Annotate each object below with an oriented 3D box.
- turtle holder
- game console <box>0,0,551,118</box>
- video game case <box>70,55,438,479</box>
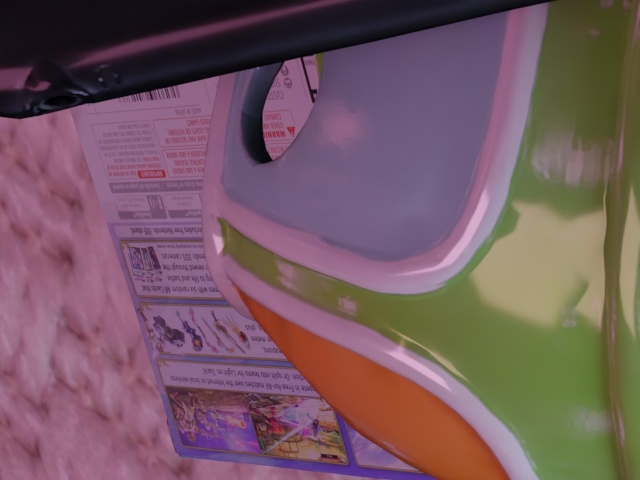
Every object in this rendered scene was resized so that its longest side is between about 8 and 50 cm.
[{"bbox_3d":[0.084,-0.061,0.685,0.227,0.243,0.320,5,100,22],"label":"turtle holder"},{"bbox_3d":[0.037,-0.238,0.591,0.386,0.060,0.342,-11,76,13],"label":"game console"},{"bbox_3d":[0.000,0.000,0.962,0.269,0.061,0.244,0,111,44],"label":"video game case"}]
